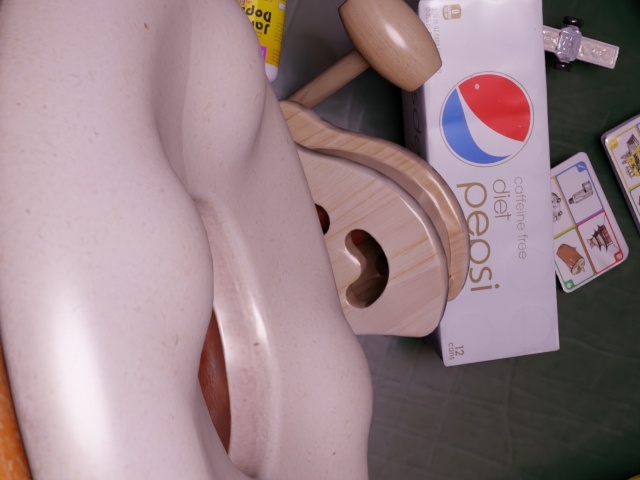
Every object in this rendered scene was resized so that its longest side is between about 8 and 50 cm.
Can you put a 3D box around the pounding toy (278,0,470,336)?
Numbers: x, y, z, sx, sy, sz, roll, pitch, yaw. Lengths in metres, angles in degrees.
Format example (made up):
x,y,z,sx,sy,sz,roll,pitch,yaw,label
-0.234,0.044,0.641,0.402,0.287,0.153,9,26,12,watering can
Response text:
x,y,z,sx,sy,sz,roll,pitch,yaw,label
0.000,0.000,0.916,0.154,0.155,0.269,43,112,2,pounding toy

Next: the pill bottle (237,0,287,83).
x,y,z,sx,sy,sz,roll,pitch,yaw,label
-0.044,-0.119,0.958,0.043,0.043,0.083,7,87,-13,pill bottle

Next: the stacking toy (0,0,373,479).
x,y,z,sx,sy,sz,roll,pitch,yaw,label
-0.236,0.085,0.695,0.480,0.350,0.350,-13,92,11,stacking toy

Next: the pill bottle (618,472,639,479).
x,y,z,sx,sy,sz,roll,pitch,yaw,label
0.235,0.188,0.977,0.209,0.119,0.119,-17,93,-13,pill bottle

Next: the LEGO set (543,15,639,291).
x,y,z,sx,sy,sz,roll,pitch,yaw,label
0.170,-0.117,1.014,0.182,0.060,0.244,-31,107,-12,LEGO set

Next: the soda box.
x,y,z,sx,sy,sz,roll,pitch,yaw,label
0.091,-0.041,0.947,0.074,0.069,0.216,-7,105,-8,soda box
